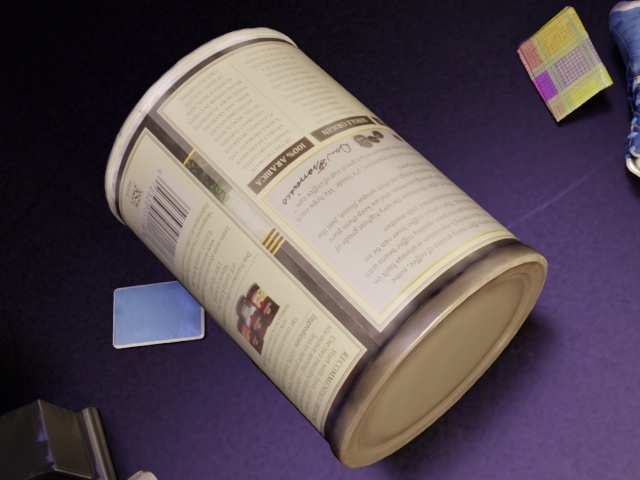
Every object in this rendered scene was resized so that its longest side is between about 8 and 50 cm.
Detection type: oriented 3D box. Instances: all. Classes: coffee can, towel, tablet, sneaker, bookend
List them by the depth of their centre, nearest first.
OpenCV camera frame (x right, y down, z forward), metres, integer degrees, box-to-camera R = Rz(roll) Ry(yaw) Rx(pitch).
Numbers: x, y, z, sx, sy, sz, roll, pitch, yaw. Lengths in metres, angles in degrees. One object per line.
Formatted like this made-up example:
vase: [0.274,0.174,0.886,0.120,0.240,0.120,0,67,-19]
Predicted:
coffee can: [0.000,0.000,0.799,0.201,0.201,0.275,-45,67,-2]
sneaker: [0.269,-0.098,0.825,0.081,0.080,0.211,-22,66,4]
bookend: [-0.268,0.180,0.837,0.157,0.156,0.072,-24,67,5]
towel: [0.201,-0.147,0.886,0.060,0.009,0.083,-38,62,32]
tablet: [-0.140,0.063,0.922,0.083,0.006,0.054,-7,70,12]

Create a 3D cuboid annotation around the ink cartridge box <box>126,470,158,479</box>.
ink cartridge box: [-0.151,0.363,0.757,0.309,0.130,0.272,-36,67,1]
